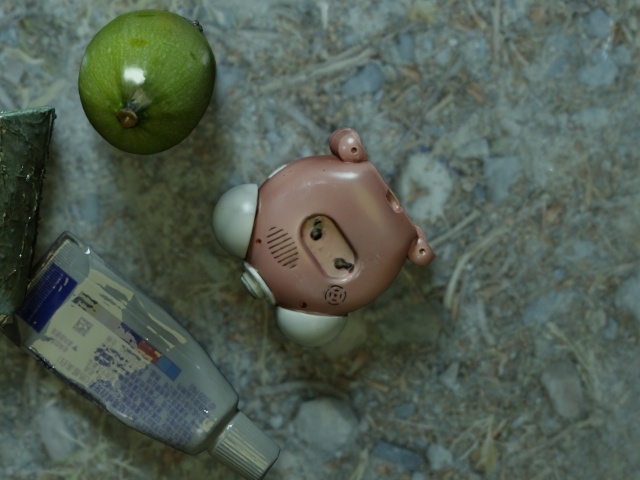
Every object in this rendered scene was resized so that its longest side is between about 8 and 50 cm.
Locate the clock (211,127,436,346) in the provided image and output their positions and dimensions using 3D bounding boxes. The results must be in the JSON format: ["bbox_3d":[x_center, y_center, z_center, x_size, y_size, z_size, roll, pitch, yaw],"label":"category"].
[{"bbox_3d":[0.000,0.000,1.298,0.162,0.093,0.166,-34,102,3],"label":"clock"}]

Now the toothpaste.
[{"bbox_3d":[-0.157,0.121,1.320,0.282,0.068,0.099,39,63,-1],"label":"toothpaste"}]

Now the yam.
[{"bbox_3d":[-0.291,-0.031,1.259,0.107,0.107,0.183,7,100,-7],"label":"yam"}]

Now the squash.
[{"bbox_3d":[-0.149,-0.130,1.217,0.123,0.187,0.123,0,104,-1],"label":"squash"}]
